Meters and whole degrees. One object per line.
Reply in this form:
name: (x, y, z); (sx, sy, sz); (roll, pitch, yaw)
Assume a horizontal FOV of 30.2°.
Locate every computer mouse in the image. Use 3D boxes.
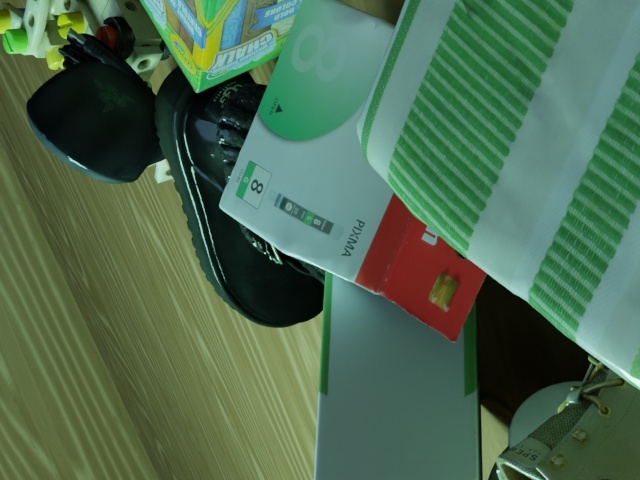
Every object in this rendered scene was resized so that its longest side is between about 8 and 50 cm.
computer mouse: (-0.193, -0.133, 1.133); (0.188, 0.072, 0.272); (39, -164, -6)

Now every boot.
boot: (-0.003, 0.002, 1.081); (0.260, 0.131, 0.348); (28, 155, 37)
boot: (0.169, 0.084, 0.715); (0.213, 0.165, 0.077); (60, 159, 1)

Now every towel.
towel: (0.150, -0.078, 0.567); (0.325, 0.038, 0.248); (40, 114, 44)

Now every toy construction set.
toy construction set: (-0.255, -0.217, 1.368); (0.328, 0.151, 0.215); (49, 133, 13)

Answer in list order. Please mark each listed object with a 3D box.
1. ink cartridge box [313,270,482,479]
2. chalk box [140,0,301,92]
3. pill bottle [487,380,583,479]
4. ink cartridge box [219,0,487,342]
ink cartridge box: (0.070, 0.168, 0.945); (0.278, 0.117, 0.201); (76, -165, -60)
chalk box: (-0.073, -0.220, 0.954); (0.132, 0.132, 0.213); (57, 159, 15)
pill bottle: (0.191, 0.222, 0.882); (0.136, 0.136, 0.246); (43, 153, 41)
ink cartridge box: (0.039, -0.058, 0.833); (0.224, 0.056, 0.181); (34, 105, 44)
